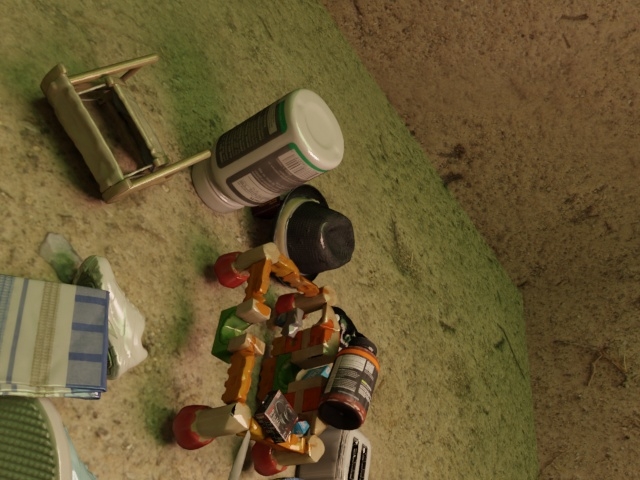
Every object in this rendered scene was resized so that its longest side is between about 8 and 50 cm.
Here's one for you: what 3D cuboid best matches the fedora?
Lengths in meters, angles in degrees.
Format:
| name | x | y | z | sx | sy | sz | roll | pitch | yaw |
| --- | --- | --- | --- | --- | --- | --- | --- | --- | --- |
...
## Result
| name | x | y | z | sx | sy | sz | roll | pitch | yaw |
| --- | --- | --- | --- | --- | --- | --- | --- | --- | --- |
| fedora | 0.000 | 0.000 | 1.472 | 0.334 | 0.152 | 0.334 | -29 | 124 | -55 |

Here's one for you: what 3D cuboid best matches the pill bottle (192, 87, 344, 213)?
| name | x | y | z | sx | sy | sz | roll | pitch | yaw |
| --- | --- | --- | --- | --- | --- | --- | --- | --- | --- |
| pill bottle | -0.139 | -0.207 | 1.292 | 0.204 | 0.360 | 0.204 | 32 | 48 | -43 |

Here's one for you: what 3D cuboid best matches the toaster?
| name | x | y | z | sx | sy | sz | roll | pitch | yaw |
| --- | --- | --- | --- | --- | --- | --- | --- | --- | --- |
| toaster | 0.034 | 0.564 | 1.301 | 0.129 | 0.146 | 0.227 | 47 | 38 | -28 |

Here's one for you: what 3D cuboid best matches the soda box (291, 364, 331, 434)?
| name | x | y | z | sx | sy | sz | roll | pitch | yaw |
| --- | --- | --- | --- | --- | --- | --- | --- | --- | --- |
| soda box | -0.035 | 0.414 | 1.355 | 0.067 | 0.071 | 0.210 | 63 | 33 | -7 |

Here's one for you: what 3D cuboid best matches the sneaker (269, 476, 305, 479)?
| name | x | y | z | sx | sy | sz | roll | pitch | yaw |
| --- | --- | --- | --- | --- | --- | --- | --- | --- | --- |
| sneaker | -0.092 | 0.580 | 1.198 | 0.144 | 0.053 | 0.059 | 9 | 65 | -45 |

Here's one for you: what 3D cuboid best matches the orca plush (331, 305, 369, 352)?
| name | x | y | z | sx | sy | sz | roll | pitch | yaw |
| --- | --- | --- | --- | --- | --- | --- | --- | --- | --- |
| orca plush | 0.099 | 0.330 | 1.570 | 0.151 | 0.102 | 0.288 | 9 | 65 | -53 |

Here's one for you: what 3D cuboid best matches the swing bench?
| name | x | y | z | sx | sy | sz | roll | pitch | yaw |
| --- | --- | --- | --- | --- | --- | --- | --- | --- | --- |
| swing bench | -0.417 | -0.231 | 1.093 | 0.254 | 0.165 | 0.253 | -37 | 103 | -51 |

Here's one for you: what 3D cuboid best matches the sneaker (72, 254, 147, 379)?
| name | x | y | z | sx | sy | sz | roll | pitch | yaw |
| --- | --- | --- | --- | --- | --- | --- | --- | --- | --- |
| sneaker | -0.394 | 0.139 | 0.993 | 0.115 | 0.090 | 0.232 | -14 | 92 | -64 |

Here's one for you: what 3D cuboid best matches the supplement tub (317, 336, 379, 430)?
| name | x | y | z | sx | sy | sz | roll | pitch | yaw |
| --- | --- | --- | --- | --- | --- | --- | --- | --- | --- |
| supplement tub | 0.070 | 0.307 | 1.143 | 0.106 | 0.106 | 0.198 | 55 | 35 | -20 |

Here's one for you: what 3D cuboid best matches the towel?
| name | x | y | z | sx | sy | sz | roll | pitch | yaw |
| --- | --- | --- | --- | --- | --- | --- | --- | --- | --- |
| towel | -0.475 | 0.145 | 0.798 | 0.284 | 0.034 | 0.209 | 12 | 45 | -32 |

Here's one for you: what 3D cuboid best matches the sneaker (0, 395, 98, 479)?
| name | x | y | z | sx | sy | sz | roll | pitch | yaw |
| --- | --- | --- | --- | --- | --- | --- | --- | --- | --- |
| sneaker | -0.406 | 0.400 | 0.808 | 0.150 | 0.135 | 0.366 | 71 | -2 | -79 |

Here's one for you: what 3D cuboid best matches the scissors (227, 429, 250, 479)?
| name | x | y | z | sx | sy | sz | roll | pitch | yaw |
| --- | --- | --- | --- | --- | --- | --- | --- | --- | --- |
| scissors | -0.184 | 0.486 | 0.975 | 0.021 | 0.108 | 0.297 | -95 | -173 | -74 |

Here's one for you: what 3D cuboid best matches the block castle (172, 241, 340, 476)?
| name | x | y | z | sx | sy | sz | roll | pitch | yaw |
| --- | --- | --- | --- | --- | --- | --- | --- | --- | --- |
| block castle | -0.134 | 0.262 | 1.175 | 0.303 | 0.212 | 0.454 | 38 | 43 | -35 |

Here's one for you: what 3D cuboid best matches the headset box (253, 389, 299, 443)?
| name | x | y | z | sx | sy | sz | roll | pitch | yaw |
| --- | --- | --- | --- | --- | --- | --- | --- | --- | --- |
| headset box | -0.084 | 0.330 | 0.984 | 0.083 | 0.032 | 0.062 | 59 | 35 | -14 |

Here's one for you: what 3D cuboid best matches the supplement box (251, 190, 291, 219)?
| name | x | y | z | sx | sy | sz | roll | pitch | yaw |
| --- | --- | --- | --- | --- | --- | --- | --- | --- | --- |
| supplement box | -0.148 | -0.167 | 1.494 | 0.080 | 0.104 | 0.188 | 8 | 66 | -55 |
